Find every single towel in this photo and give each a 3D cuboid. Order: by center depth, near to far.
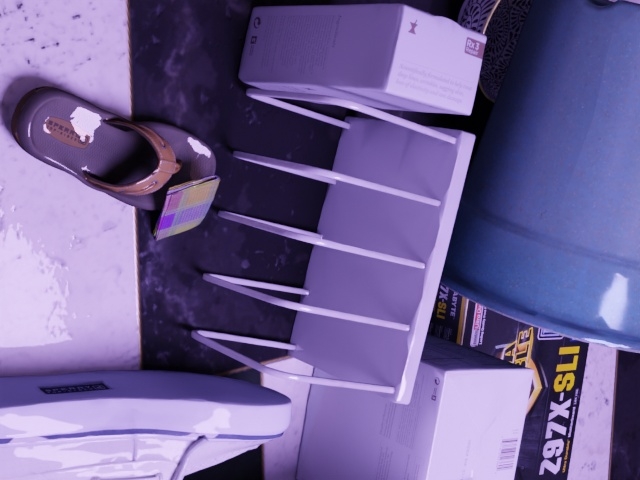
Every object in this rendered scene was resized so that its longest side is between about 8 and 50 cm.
[{"bbox_3d":[-0.133,-0.033,1.043,0.060,0.009,0.083,-21,156,-31],"label":"towel"}]

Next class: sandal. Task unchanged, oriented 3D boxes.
[{"bbox_3d":[-0.181,-0.083,0.989,0.219,0.060,0.090,25,85,-44],"label":"sandal"}]

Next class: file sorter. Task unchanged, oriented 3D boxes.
[{"bbox_3d":[0.000,0.000,1.074,0.173,0.192,0.278,12,92,-37],"label":"file sorter"}]

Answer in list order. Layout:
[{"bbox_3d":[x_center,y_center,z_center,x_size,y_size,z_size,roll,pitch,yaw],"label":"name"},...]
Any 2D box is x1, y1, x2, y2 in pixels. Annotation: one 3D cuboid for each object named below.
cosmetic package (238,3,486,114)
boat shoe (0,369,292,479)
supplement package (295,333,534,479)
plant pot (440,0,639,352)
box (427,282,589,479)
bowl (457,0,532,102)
[{"bbox_3d":[0.035,-0.177,1.033,0.117,0.231,0.086,9,94,-39],"label":"cosmetic package"},{"bbox_3d":[-0.196,0.214,1.001,0.367,0.136,0.157,2,98,-36],"label":"boat shoe"},{"bbox_3d":[0.103,0.211,1.194,0.149,0.203,0.194,6,97,-40],"label":"supplement package"},{"bbox_3d":[0.319,-0.092,1.172,0.341,0.341,0.334,2,109,-39],"label":"plant pot"},{"bbox_3d":[0.236,0.184,1.377,0.257,0.079,0.322,2,99,-41],"label":"box"},{"bbox_3d":[0.215,-0.254,1.246,0.170,0.080,0.170,-26,134,-31],"label":"bowl"}]
